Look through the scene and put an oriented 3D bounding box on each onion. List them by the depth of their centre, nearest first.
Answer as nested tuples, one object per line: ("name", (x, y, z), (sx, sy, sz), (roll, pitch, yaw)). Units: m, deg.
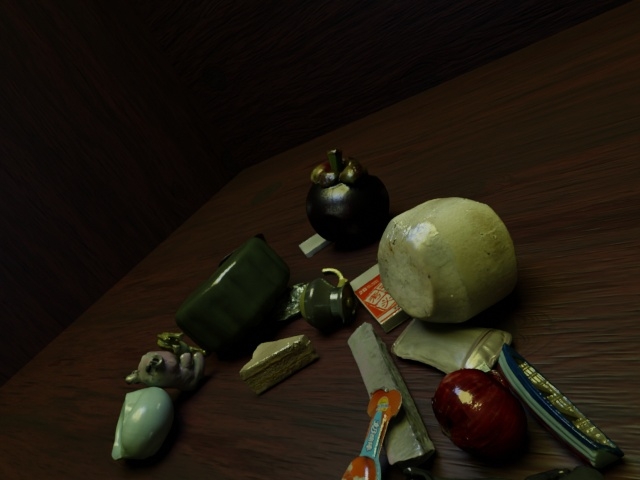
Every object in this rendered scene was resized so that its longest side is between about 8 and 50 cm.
("onion", (0.226, 0.243, 0.629), (0.131, 0.131, 0.131), (-27, 23, 12))

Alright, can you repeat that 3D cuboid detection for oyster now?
("oyster", (-0.068, 0.169, 1.255), (0.177, 0.064, 0.125), (-37, 26, -6))

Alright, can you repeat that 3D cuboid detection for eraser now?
("eraser", (0.172, 0.119, 1.071), (0.157, 0.038, 0.230), (-34, 23, -4))
("eraser", (0.000, 0.000, 1.562), (0.150, 0.023, 0.104), (-34, 22, -3))

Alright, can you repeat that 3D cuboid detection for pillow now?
("pillow", (0.236, 0.195, 0.826), (0.131, 0.038, 0.233), (-43, 23, -25))

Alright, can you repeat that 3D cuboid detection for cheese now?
("cheese", (0.068, 0.344, 0.665), (0.106, 0.037, 0.256), (-30, 32, 54))

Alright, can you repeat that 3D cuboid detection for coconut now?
("coconut", (0.254, 0.031, 0.869), (0.248, 0.244, 0.245), (-22, 17, -25))

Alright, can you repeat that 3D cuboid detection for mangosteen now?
("mangosteen", (0.076, -0.146, 1.396), (0.275, 0.302, 0.275), (-14, 23, 6))

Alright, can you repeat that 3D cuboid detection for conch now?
("conch", (-0.442, 0.453, 1.075), (0.185, 0.121, 0.221), (-51, 19, -24))

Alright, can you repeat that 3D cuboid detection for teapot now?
("teapot", (0.023, 0.142, 1.094), (0.119, 0.130, 0.165), (-5, 53, 24))

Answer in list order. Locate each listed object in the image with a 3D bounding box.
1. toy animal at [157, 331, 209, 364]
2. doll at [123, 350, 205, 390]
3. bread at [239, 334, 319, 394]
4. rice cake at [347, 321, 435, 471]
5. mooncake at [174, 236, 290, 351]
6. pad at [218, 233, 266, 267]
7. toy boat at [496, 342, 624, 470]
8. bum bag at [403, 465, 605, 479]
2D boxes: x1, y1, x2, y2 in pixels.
("toy animal", (-0.432, 0.317, 1.291), (0.136, 0.181, 0.073), (-1, 55, 32))
("doll", (-0.404, 0.351, 1.170), (0.149, 0.192, 0.095), (-36, 48, 37))
("bread", (-0.094, 0.287, 1.015), (0.152, 0.077, 0.105), (-21, 21, 33))
("rice cake", (0.119, 0.267, 0.804), (0.073, 0.056, 0.365), (-43, 22, 8))
("mooncake", (-0.248, 0.159, 1.279), (0.351, 0.187, 0.351), (-40, 10, 8))
("pad", (-0.252, 0.077, 1.518), (0.181, 0.004, 0.267), (-38, -21, -13))
("toy boat", (0.320, 0.225, 0.627), (0.045, 0.080, 0.229), (-65, 19, 13))
("bum bag", (0.205, 0.334, 0.526), (0.327, 0.079, 0.142), (-20, 29, 26))
